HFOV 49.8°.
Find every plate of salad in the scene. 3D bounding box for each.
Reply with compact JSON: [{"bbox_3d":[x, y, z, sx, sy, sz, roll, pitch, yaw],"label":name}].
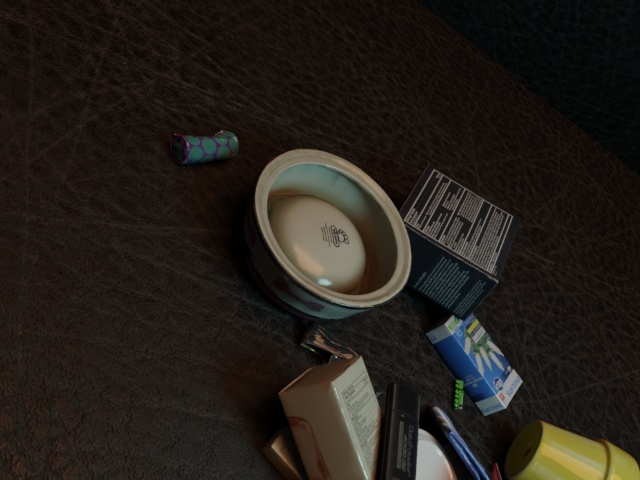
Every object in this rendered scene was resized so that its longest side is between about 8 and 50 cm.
[{"bbox_3d":[0.199,0.466,1.343,0.199,0.048,0.200,29,44,-31],"label":"plate of salad"}]

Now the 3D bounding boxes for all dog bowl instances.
[{"bbox_3d":[0.000,0.000,1.557,0.407,0.150,0.408,19,50,-24],"label":"dog bowl"}]

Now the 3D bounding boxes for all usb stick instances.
[{"bbox_3d":[0.147,0.387,1.287,0.077,0.045,0.278,31,40,-16],"label":"usb stick"}]

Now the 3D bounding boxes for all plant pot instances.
[{"bbox_3d":[0.590,0.568,1.670,0.239,0.254,0.254,32,44,0],"label":"plant pot"}]

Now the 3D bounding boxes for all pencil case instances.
[{"bbox_3d":[-0.261,-0.211,1.553,0.151,0.064,0.070,-14,89,-46],"label":"pencil case"}]

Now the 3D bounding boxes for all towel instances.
[{"bbox_3d":[0.319,0.469,1.505,0.209,0.034,0.285,55,-1,4],"label":"towel"}]

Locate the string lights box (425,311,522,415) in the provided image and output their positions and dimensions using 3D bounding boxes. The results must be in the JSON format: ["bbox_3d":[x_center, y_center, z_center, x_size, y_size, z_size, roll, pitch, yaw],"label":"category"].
[{"bbox_3d":[0.398,0.304,1.783,0.260,0.076,0.133,54,41,1],"label":"string lights box"}]

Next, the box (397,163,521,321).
[{"bbox_3d":[0.327,-0.002,1.801,0.294,0.183,0.296,33,43,4],"label":"box"}]

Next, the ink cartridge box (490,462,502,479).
[{"bbox_3d":[0.294,0.580,1.246,0.060,0.239,0.275,6,18,1],"label":"ink cartridge box"}]

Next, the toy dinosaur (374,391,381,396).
[{"bbox_3d":[0.077,0.381,1.462,0.268,0.064,0.118,15,61,-31],"label":"toy dinosaur"}]

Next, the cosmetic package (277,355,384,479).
[{"bbox_3d":[0.048,0.390,1.305,0.153,0.129,0.296,-20,91,-63],"label":"cosmetic package"}]

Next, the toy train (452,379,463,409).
[{"bbox_3d":[0.345,0.386,1.722,0.023,0.017,0.083,13,49,0],"label":"toy train"}]

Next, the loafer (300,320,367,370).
[{"bbox_3d":[0.026,0.251,1.507,0.170,0.062,0.061,37,52,-3],"label":"loafer"}]

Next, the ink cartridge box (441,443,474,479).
[{"bbox_3d":[0.265,0.537,1.469,0.072,0.127,0.175,-29,84,-49],"label":"ink cartridge box"}]

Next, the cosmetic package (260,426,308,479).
[{"bbox_3d":[-0.054,0.423,1.327,0.115,0.041,0.060,50,41,-3],"label":"cosmetic package"}]
